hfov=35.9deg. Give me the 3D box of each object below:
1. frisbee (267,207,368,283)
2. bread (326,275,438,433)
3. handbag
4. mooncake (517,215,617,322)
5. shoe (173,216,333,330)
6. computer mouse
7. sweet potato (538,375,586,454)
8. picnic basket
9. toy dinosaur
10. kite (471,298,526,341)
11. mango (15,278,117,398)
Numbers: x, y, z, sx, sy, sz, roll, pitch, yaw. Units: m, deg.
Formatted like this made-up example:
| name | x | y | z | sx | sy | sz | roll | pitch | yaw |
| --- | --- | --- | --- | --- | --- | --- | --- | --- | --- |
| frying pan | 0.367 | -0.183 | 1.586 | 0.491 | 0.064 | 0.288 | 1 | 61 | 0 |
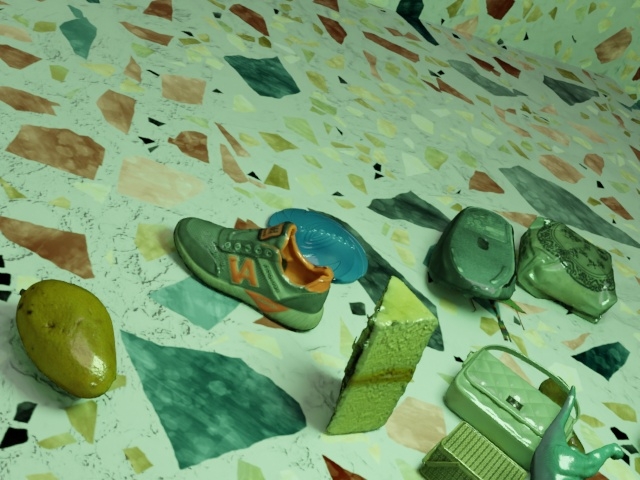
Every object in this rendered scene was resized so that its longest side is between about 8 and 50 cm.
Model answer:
| name | x | y | z | sx | sy | sz | roll | pitch | yaw |
| --- | --- | --- | --- | --- | --- | --- | --- | --- | --- |
| frisbee | 0.000 | 0.000 | 2.149 | 0.242 | 0.045 | 0.242 | 20 | 32 | -13 |
| bread | 0.099 | 0.206 | 1.711 | 0.142 | 0.266 | 0.178 | 18 | 32 | -11 |
| handbag | 0.388 | 0.307 | 1.939 | 0.256 | 0.079 | 0.219 | 38 | 49 | 13 |
| mooncake | 0.621 | 0.062 | 2.493 | 0.250 | 0.136 | 0.254 | 28 | 31 | -11 |
| shoe | -0.118 | 0.025 | 1.884 | 0.336 | 0.171 | 0.132 | 31 | 31 | 2 |
| computer mouse | 0.362 | 0.051 | 2.301 | 0.203 | 0.114 | 0.374 | 22 | 32 | 4 |
| sweet potato | 0.489 | 0.362 | 2.014 | 0.081 | 0.062 | 0.233 | 21 | 34 | -16 |
| picnic basket | 0.268 | 0.408 | 1.734 | 0.164 | 0.079 | 0.115 | 39 | 32 | 16 |
| toy dinosaur | 0.384 | 0.436 | 1.707 | 0.331 | 0.129 | 0.383 | 4 | 59 | -33 |
| kite | 0.402 | 0.149 | 2.303 | 0.198 | 0.006 | 0.244 | 20 | 32 | -17 |
| mango | -0.384 | 0.151 | 1.533 | 0.147 | 0.109 | 0.227 | -3 | 44 | -46 |
